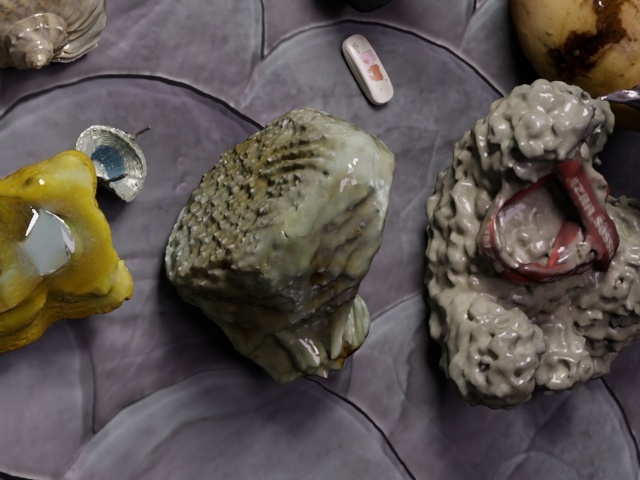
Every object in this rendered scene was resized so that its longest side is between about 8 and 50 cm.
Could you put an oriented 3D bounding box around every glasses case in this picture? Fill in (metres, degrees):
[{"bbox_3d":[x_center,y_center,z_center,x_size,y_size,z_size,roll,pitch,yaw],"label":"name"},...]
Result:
[{"bbox_3d":[0.053,-0.190,1.811,0.032,0.021,0.083,-32,96,-33],"label":"glasses case"}]

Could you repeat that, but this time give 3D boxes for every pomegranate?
[{"bbox_3d":[0.370,-0.279,1.885,0.322,0.322,0.322,9,74,-31],"label":"pomegranate"}]

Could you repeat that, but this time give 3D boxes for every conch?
[{"bbox_3d":[-0.277,-0.247,1.584,0.155,0.130,0.207,45,26,-54],"label":"conch"}]

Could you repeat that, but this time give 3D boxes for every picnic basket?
[{"bbox_3d":[-0.200,-0.078,1.584,0.083,0.083,0.065,43,54,-20],"label":"picnic basket"}]

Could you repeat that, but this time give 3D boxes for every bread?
[{"bbox_3d":[-0.292,0.015,1.486,0.233,0.088,0.160,-22,81,-18],"label":"bread"}]

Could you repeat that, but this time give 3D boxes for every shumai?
[{"bbox_3d":[0.000,0.000,1.613,0.222,0.261,0.225,34,29,-28],"label":"shumai"}]

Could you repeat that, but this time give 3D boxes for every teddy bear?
[{"bbox_3d":[0.285,0.010,1.804,0.368,0.224,0.357,8,94,-33],"label":"teddy bear"}]

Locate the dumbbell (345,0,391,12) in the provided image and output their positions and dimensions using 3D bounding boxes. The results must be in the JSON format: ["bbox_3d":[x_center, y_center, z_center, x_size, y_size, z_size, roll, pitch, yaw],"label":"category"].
[{"bbox_3d":[-0.002,-0.397,1.733,0.388,0.185,0.185,39,60,-20],"label":"dumbbell"}]

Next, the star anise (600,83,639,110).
[{"bbox_3d":[0.423,-0.129,1.754,0.212,0.129,0.282,-38,140,-7],"label":"star anise"}]
